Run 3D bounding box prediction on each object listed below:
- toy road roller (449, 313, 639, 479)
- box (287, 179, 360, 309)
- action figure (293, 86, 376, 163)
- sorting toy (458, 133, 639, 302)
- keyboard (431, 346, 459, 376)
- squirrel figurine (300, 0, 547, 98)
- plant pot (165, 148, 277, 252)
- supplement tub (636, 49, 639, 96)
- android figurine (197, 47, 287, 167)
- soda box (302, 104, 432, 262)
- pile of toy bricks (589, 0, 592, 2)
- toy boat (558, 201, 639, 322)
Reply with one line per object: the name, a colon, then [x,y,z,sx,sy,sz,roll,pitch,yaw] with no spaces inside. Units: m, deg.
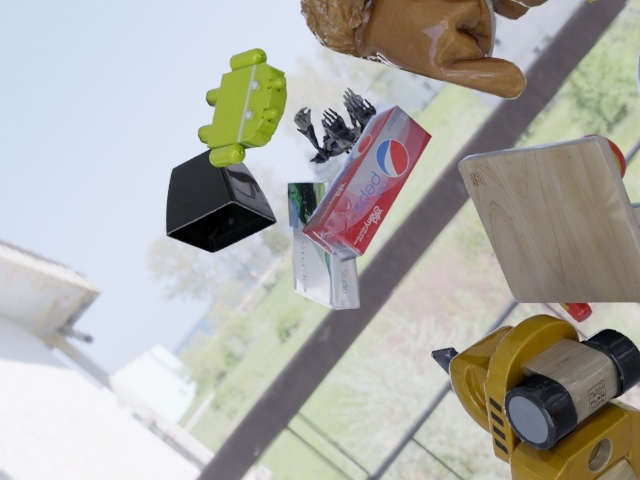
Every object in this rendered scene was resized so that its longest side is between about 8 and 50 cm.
toy road roller: [0.328,0.263,1.459,0.202,0.330,0.240,-27,30,-29]
box: [0.000,0.000,1.886,0.322,0.058,0.232,-171,76,-75]
action figure: [0.040,-0.257,2.180,0.164,0.141,0.275,-29,2,-12]
sorting toy: [0.372,-0.037,1.481,0.089,0.257,0.255,-38,21,-35]
keyboard: [0.299,0.273,1.897,0.023,0.180,0.108,-48,12,-23]
squirrel figurine: [0.162,-0.441,1.483,0.281,0.397,0.370,-80,5,-78]
plant pot: [-0.236,-0.098,2.220,0.187,0.167,0.188,-25,-25,22]
supplement tub: [0.596,-0.223,1.241,0.207,0.338,0.207,-167,90,-86]
android figurine: [-0.157,-0.269,2.001,0.273,0.056,0.248,0,75,53]
soda box: [0.080,-0.097,1.658,0.263,0.092,0.083,-60,20,-22]
pile of toy bricks: [0.505,-0.551,2.033,0.105,0.212,0.118,-52,-2,-41]
toy boat: [0.586,0.034,2.138,0.267,0.148,0.318,-14,-36,-33]
